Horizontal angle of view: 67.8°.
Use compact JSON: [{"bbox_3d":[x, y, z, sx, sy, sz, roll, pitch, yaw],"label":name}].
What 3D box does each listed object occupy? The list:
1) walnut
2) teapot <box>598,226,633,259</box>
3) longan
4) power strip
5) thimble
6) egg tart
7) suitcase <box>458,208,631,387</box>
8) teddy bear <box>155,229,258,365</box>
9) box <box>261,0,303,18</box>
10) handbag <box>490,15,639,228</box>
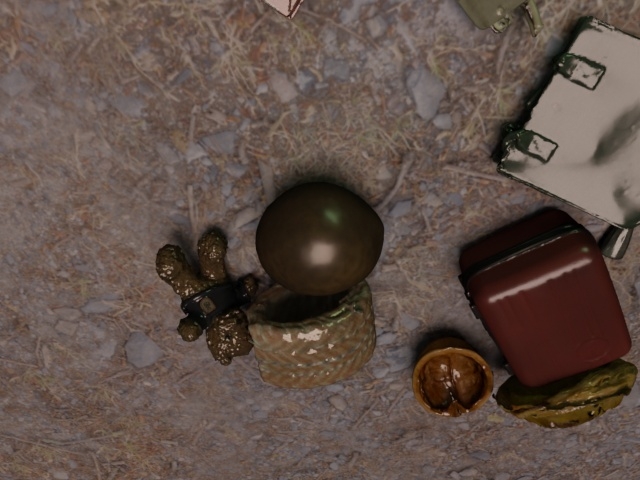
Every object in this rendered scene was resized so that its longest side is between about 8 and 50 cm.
[{"bbox_3d":[0.279,0.278,1.022,0.167,0.087,0.211,-4,121,11],"label":"walnut"},{"bbox_3d":[0.547,-0.022,0.859,0.042,0.043,0.111,9,118,-6],"label":"teapot"},{"bbox_3d":[0.000,0.000,0.785,0.212,0.198,0.198,14,122,-7],"label":"longan"},{"bbox_3d":[0.193,-0.367,0.604,0.288,0.053,0.093,38,137,-25],"label":"power strip"},{"bbox_3d":[-0.013,0.152,0.873,0.228,0.196,0.148,-11,117,-3],"label":"thimble"},{"bbox_3d":[0.485,0.304,0.945,0.278,0.279,0.095,-22,82,13],"label":"egg tart"},{"bbox_3d":[0.408,0.111,0.869,0.236,0.161,0.297,-27,118,17],"label":"suitcase"},{"bbox_3d":[-0.201,0.104,0.888,0.181,0.129,0.252,-28,103,-29],"label":"teddy bear"},{"bbox_3d":[-0.072,-0.418,0.571,0.215,0.086,0.215,29,118,-17],"label":"box"},{"bbox_3d":[0.428,-0.168,0.716,0.259,0.079,0.248,25,118,0],"label":"handbag"}]
